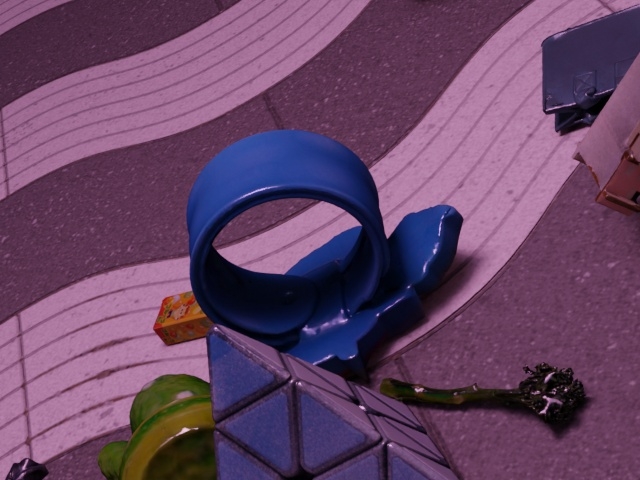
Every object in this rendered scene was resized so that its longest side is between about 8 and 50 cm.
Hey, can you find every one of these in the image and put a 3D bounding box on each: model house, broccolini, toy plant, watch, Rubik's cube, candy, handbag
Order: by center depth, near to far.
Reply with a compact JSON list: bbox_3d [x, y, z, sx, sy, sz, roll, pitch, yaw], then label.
[{"bbox_3d":[0.009,0.225,1.391,0.228,0.233,0.229,-6,56,-7],"label":"Rubik's cube"},{"bbox_3d":[0.165,0.157,1.493,0.254,0.057,0.071,1,2,38],"label":"broccolini"},{"bbox_3d":[0.468,-0.147,1.503,0.326,0.244,0.169,-60,23,22],"label":"model house"},{"bbox_3d":[-0.147,0.238,1.585,0.224,0.184,0.316,-30,16,-3],"label":"toy plant"},{"bbox_3d":[0.000,0.000,1.640,0.305,0.274,0.241,-32,31,12],"label":"watch"},{"bbox_3d":[0.403,-0.228,1.798,0.229,0.062,0.179,-18,38,23],"label":"handbag"},{"bbox_3d":[-0.163,0.098,1.874,0.122,0.038,0.062,-15,36,27],"label":"candy"}]

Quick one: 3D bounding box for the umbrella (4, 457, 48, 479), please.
[{"bbox_3d":[-0.372,0.371,1.672,0.071,0.080,0.224,10,45,1],"label":"umbrella"}]
